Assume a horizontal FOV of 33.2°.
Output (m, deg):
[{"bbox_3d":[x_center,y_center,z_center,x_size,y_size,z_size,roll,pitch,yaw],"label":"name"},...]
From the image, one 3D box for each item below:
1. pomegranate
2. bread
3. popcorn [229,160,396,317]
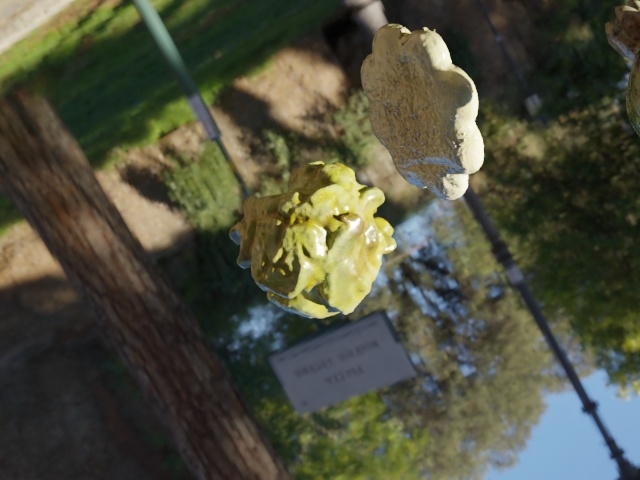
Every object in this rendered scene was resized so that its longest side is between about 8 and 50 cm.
[{"bbox_3d":[0.463,-0.216,1.371,0.202,0.248,0.202,-32,154,-18],"label":"pomegranate"},{"bbox_3d":[0.158,-0.211,1.769,0.054,0.316,0.316,-25,-175,-24],"label":"bread"},{"bbox_3d":[-0.001,0.000,1.295,0.187,0.185,0.167,-44,-145,2],"label":"popcorn"}]
